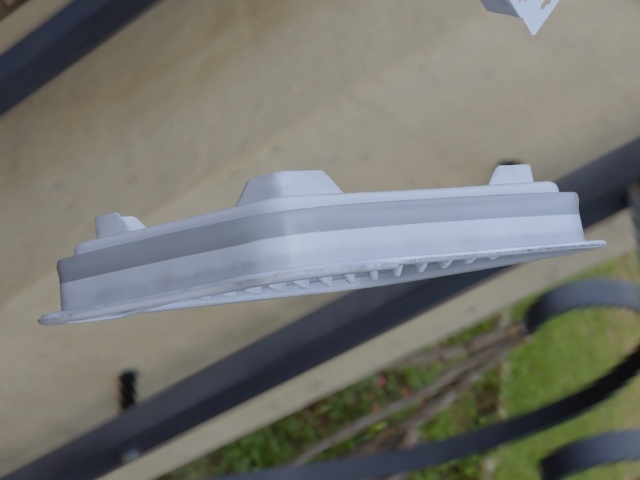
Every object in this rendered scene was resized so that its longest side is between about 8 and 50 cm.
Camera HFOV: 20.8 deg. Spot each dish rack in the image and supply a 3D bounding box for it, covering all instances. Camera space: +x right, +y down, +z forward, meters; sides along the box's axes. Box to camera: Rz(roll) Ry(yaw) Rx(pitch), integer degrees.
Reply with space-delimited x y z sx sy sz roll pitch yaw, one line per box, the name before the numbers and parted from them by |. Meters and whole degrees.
dish rack | 0.000 0.000 1.197 0.333 0.286 0.072 -4 84 -44

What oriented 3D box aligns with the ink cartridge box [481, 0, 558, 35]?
ink cartridge box | 0.105 -0.160 0.979 0.048 0.028 0.083 -54 134 -16
